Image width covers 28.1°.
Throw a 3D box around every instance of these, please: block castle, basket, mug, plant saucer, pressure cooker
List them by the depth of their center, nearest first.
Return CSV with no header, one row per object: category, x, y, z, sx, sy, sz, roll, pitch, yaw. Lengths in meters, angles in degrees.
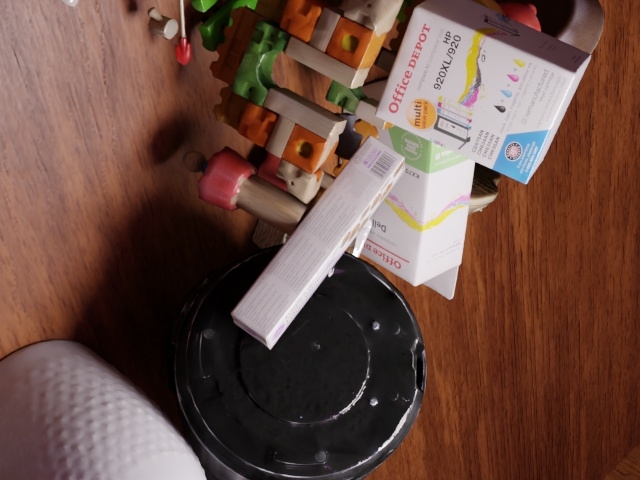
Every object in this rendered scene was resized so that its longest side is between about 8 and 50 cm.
mug,-0.319,0.374,1.823,0.276,0.328,0.374,-26,132,-36
block castle,-0.004,-0.246,1.841,0.453,0.213,0.303,-66,164,17
pressure cooker,-0.045,0.227,1.961,0.370,0.375,0.420,-8,164,-7
plant saucer,0.300,-0.336,2.070,0.310,0.311,0.050,-46,133,-17
basket,-0.016,-0.013,2.094,0.167,0.103,0.113,10,107,-51

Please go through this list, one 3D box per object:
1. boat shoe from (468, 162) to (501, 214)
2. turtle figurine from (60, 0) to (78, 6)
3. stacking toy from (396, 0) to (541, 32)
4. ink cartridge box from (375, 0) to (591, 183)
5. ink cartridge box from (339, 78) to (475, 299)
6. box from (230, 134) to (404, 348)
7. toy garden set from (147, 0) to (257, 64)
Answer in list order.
boat shoe,0.252,-0.082,2.292,0.098,0.109,0.302,-58,174,17
turtle figurine,-0.273,-0.434,1.507,0.266,0.274,0.198,-46,166,17
stacking toy,0.242,-0.428,1.946,0.130,0.279,0.308,-6,116,-32
ink cartridge box,0.224,-0.216,1.765,0.171,0.233,0.168,-69,169,23
ink cartridge box,0.135,-0.068,2.141,0.119,0.207,0.353,-23,130,-37
box,0.000,0.000,1.769,0.324,0.067,0.063,-53,167,-13
toy garden set,-0.181,-0.357,1.703,0.204,0.049,0.244,-48,145,-31
